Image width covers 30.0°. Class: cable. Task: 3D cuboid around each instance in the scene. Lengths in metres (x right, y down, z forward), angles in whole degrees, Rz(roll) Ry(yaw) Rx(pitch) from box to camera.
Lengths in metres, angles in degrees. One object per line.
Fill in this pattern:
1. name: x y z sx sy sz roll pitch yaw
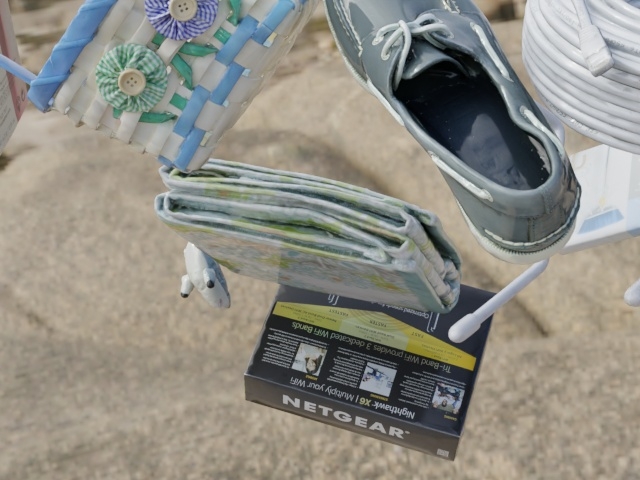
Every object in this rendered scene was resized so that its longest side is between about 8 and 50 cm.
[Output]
1. cable: 0.284 -0.153 0.913 0.257 0.089 0.257 -3 35 -9

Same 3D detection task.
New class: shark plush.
1. shark plush: -0.172 0.023 1.769 0.067 0.161 0.073 5 -30 -42

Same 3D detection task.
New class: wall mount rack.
1. wall mount rack: 0.265 -0.035 1.151 0.130 0.304 0.350 30 -30 -31

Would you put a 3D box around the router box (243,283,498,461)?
1. router box: 0.075 0.150 1.684 0.308 0.081 0.243 16 55 9

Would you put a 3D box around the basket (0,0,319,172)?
1. basket: -0.163 -0.219 1.003 0.289 0.255 0.201 35 19 1

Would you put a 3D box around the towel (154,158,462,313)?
1. towel: 0.000 0.000 1.449 0.320 0.090 0.374 12 -10 15

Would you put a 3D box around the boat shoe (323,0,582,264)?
1. boat shoe: 0.093 -0.132 0.904 0.116 0.319 0.099 -29 -23 -1

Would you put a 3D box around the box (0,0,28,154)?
1. box: -0.387 -0.206 1.154 0.148 0.232 0.127 0 35 4
